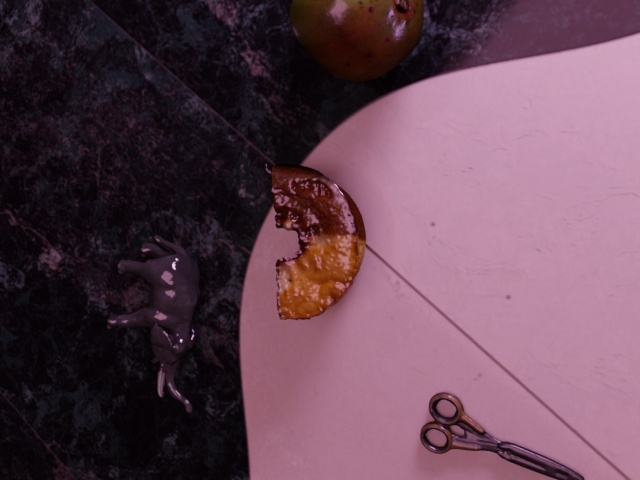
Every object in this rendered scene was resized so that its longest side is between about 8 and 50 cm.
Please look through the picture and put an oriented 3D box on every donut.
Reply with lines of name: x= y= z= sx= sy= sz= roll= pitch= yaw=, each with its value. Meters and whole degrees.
donut: x=0.000 y=0.002 z=1.066 sx=0.141 sy=0.085 sz=0.217 roll=3 pitch=95 yaw=23

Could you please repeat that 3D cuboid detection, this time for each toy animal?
toy animal: x=-0.253 y=0.126 z=1.185 sx=0.137 sy=0.082 sz=0.269 roll=4 pitch=95 yaw=24

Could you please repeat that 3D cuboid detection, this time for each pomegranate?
pomegranate: x=0.033 y=-0.299 z=0.998 sx=0.210 sy=0.180 sz=0.180 roll=17 pitch=101 yaw=51

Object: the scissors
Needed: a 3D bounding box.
scissors: x=0.242 y=0.278 z=1.016 sx=0.220 sy=0.017 sz=0.088 roll=19 pitch=100 yaw=21
